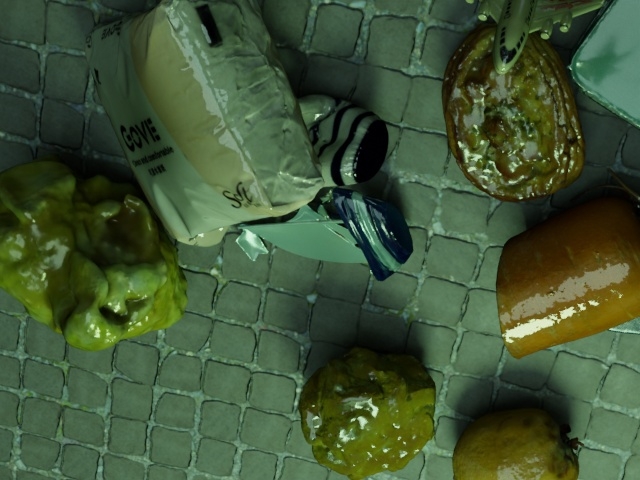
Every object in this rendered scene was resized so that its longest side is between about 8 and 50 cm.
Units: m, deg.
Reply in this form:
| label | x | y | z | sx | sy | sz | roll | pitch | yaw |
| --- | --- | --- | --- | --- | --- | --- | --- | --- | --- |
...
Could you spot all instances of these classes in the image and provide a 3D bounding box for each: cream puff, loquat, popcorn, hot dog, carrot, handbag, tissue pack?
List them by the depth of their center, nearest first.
| label | x | y | z | sx | sy | sz | roll | pitch | yaw |
| --- | --- | --- | --- | --- | --- | --- | --- | --- | --- |
| handbag | 0.525 | -0.281 | 1.652 | 0.269 | 0.100 | 0.274 | 31 | 115 | -1 |
| tissue pack | -0.180 | -0.183 | 1.707 | 0.375 | 0.195 | 0.390 | -14 | 104 | 56 |
| hot dog | 0.287 | -0.186 | 1.718 | 0.196 | 0.122 | 0.272 | -7 | 115 | 23 |
| carrot | 0.422 | 0.032 | 1.758 | 0.331 | 0.214 | 0.193 | -22 | 135 | 22 |
| popcorn | -0.387 | 0.033 | 1.830 | 0.334 | 0.292 | 0.293 | 30 | 132 | 14 |
| cream puff | 0.079 | 0.283 | 1.926 | 0.244 | 0.196 | 0.244 | 4 | 117 | 8 |
| loquat | 0.330 | 0.372 | 1.945 | 0.234 | 0.176 | 0.187 | -22 | 126 | 21 |

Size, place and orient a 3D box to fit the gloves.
| label | x | y | z | sx | sy | sz | roll | pitch | yaw |
| --- | --- | --- | --- | --- | --- | --- | --- | --- | --- |
| gloves | -0.013 | -0.162 | 1.791 | 0.219 | 0.131 | 0.140 | 21 | 123 | 34 |

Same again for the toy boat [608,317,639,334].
| label | x | y | z | sx | sy | sz | roll | pitch | yaw |
| --- | --- | --- | --- | --- | --- | --- | --- | --- | --- |
| toy boat | 0.546 | 0.103 | 1.839 | 0.299 | 0.061 | 0.096 | -6 | 114 | 12 |

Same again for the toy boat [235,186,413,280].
| label | x | y | z | sx | sy | sz | roll | pitch | yaw |
| --- | --- | --- | --- | --- | --- | --- | --- | --- | --- |
| toy boat | 0.005 | -0.018 | 1.844 | 0.292 | 0.070 | 0.210 | 11 | 143 | 7 |

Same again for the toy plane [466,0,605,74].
| label | x | y | z | sx | sy | sz | roll | pitch | yaw |
| --- | --- | --- | --- | --- | --- | --- | --- | --- | --- |
| toy plane | 0.279 | -0.334 | 1.620 | 0.229 | 0.092 | 0.244 | 17 | 74 | 1 |
